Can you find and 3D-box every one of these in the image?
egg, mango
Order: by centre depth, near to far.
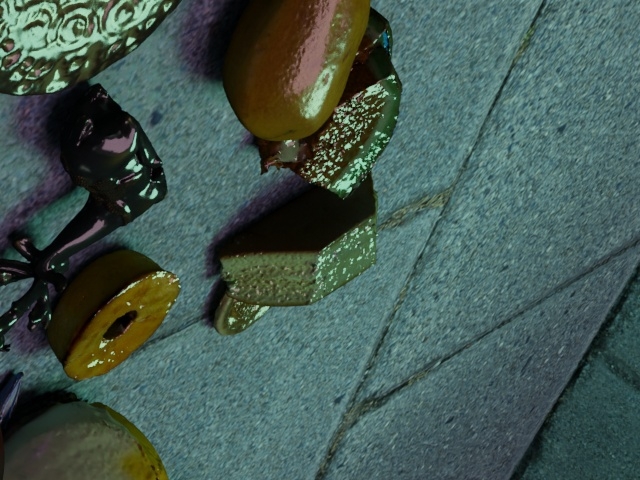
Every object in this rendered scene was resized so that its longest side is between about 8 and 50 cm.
[{"bbox_3d":[-0.019,-0.188,1.489,0.147,0.109,0.227,-23,146,-39],"label":"mango"},{"bbox_3d":[-0.260,0.340,1.718,0.337,0.201,0.337,-52,157,-34],"label":"egg"}]

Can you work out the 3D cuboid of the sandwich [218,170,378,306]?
[{"bbox_3d":[0.000,0.000,1.840,0.258,0.096,0.094,-34,142,-31],"label":"sandwich"}]

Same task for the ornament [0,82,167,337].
[{"bbox_3d":[-0.242,-0.009,1.415,0.236,0.080,0.202,-44,161,-10],"label":"ornament"}]

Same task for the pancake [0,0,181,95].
[{"bbox_3d":[-0.170,-0.235,1.244,0.286,0.033,0.288,-29,151,-35],"label":"pancake"}]

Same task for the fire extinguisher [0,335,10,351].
[{"bbox_3d":[-0.318,0.087,1.510,0.038,0.025,0.083,-5,149,-3],"label":"fire extinguisher"}]

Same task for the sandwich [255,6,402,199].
[{"bbox_3d":[0.023,-0.139,1.686,0.159,0.079,0.235,-17,143,-52],"label":"sandwich"}]

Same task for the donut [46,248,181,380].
[{"bbox_3d":[-0.216,0.072,1.627,0.152,0.058,0.152,-38,156,-20],"label":"donut"}]

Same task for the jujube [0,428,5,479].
[{"bbox_3d":[-0.398,0.232,1.379,0.223,0.223,0.318,-23,156,-46],"label":"jujube"}]

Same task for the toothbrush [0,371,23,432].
[{"bbox_3d":[-0.410,0.302,1.683,0.413,0.042,0.035,-57,162,17],"label":"toothbrush"}]

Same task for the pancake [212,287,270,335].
[{"bbox_3d":[-0.079,0.059,1.901,0.139,0.022,0.139,-40,157,-21],"label":"pancake"}]
